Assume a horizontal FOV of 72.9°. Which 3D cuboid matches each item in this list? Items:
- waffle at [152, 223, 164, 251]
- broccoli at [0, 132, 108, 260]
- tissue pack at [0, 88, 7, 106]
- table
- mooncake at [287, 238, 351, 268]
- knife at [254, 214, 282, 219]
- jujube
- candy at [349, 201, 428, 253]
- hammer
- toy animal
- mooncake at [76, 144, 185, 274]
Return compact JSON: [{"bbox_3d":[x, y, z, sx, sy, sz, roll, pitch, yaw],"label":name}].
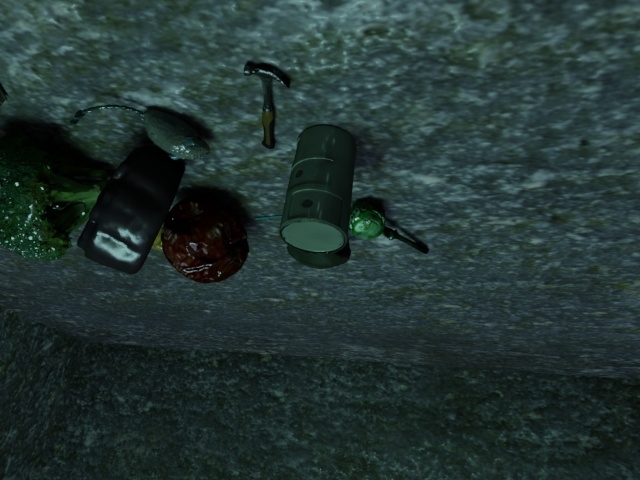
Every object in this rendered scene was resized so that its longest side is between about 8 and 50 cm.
[{"bbox_3d":[-0.380,0.008,1.315,0.275,0.057,0.168,17,151,-15],"label":"waffle"},{"bbox_3d":[-0.627,-0.098,0.983,0.276,0.307,0.308,-12,160,-25],"label":"broccoli"},{"bbox_3d":[-0.684,-0.307,0.789,0.120,0.082,0.169,14,152,-4],"label":"tissue pack"},{"bbox_3d":[0.000,-0.098,0.837,0.127,0.219,0.126,7,152,4],"label":"table"},{"bbox_3d":[0.000,0.000,1.146,0.169,0.104,0.175,10,150,5],"label":"mooncake"},{"bbox_3d":[-0.140,-0.061,1.173,0.091,0.005,0.014,-3,148,21],"label":"knife"},{"bbox_3d":[-0.299,0.002,1.118,0.213,0.212,0.232,-1,151,17],"label":"jujube"},{"bbox_3d":[0.189,-0.013,1.112,0.324,0.096,0.097,24,149,-40],"label":"candy"},{"bbox_3d":[-0.095,-0.241,0.809,0.079,0.021,0.201,8,152,1],"label":"hammer"},{"bbox_3d":[-0.340,-0.224,0.850,0.253,0.079,0.070,18,129,-20],"label":"toy animal"},{"bbox_3d":[-0.410,-0.072,0.946,0.141,0.282,0.283,27,147,-22],"label":"mooncake"}]
